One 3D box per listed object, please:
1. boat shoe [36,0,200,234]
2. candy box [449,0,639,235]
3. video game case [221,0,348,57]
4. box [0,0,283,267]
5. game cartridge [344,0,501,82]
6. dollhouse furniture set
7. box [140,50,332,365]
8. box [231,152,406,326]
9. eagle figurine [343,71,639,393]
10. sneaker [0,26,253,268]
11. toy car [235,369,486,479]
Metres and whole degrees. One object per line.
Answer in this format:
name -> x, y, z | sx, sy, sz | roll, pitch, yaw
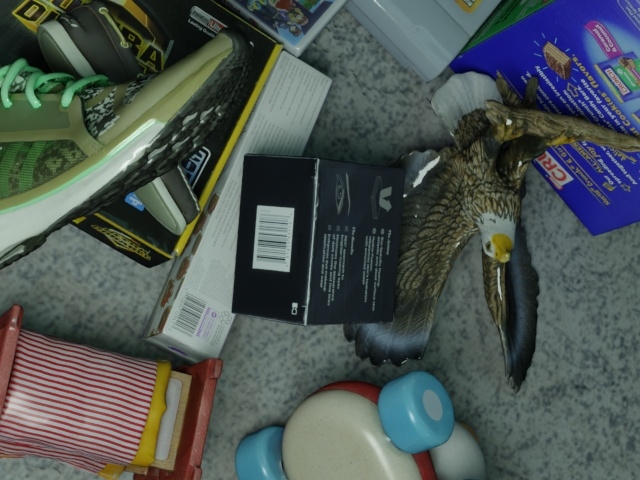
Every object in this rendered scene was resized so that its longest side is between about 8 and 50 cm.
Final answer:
boat shoe -> -0.169, -0.114, 1.408 | 0.069, 0.081, 0.227 | -34, 93, -23
candy box -> 0.322, -0.166, 1.609 | 0.268, 0.317, 0.122 | 48, 62, -10
video game case -> -0.034, -0.313, 1.597 | 0.183, 0.023, 0.201 | 38, 69, 5
box -> -0.230, -0.161, 1.478 | 0.322, 0.079, 0.257 | 32, 69, -17
game cartridge -> 0.134, -0.340, 1.705 | 0.198, 0.062, 0.297 | 45, 64, -15
dollhouse furniture set -> -0.228, 0.266, 1.345 | 0.201, 0.152, 0.374 | 15, 73, -23
box -> -0.081, -0.033, 1.529 | 0.067, 0.063, 0.324 | 28, 69, -20
box -> 0.000, 0.000, 1.493 | 0.158, 0.093, 0.156 | 3, 92, -55
eagle figurine -> 0.161, -0.011, 1.585 | 0.226, 0.298, 0.225 | 32, 29, 15
sneaker -> -0.249, -0.095, 1.300 | 0.410, 0.158, 0.182 | -29, 92, 17
toy car -> 0.083, 0.215, 1.513 | 0.238, 0.219, 0.210 | -25, 90, -57
